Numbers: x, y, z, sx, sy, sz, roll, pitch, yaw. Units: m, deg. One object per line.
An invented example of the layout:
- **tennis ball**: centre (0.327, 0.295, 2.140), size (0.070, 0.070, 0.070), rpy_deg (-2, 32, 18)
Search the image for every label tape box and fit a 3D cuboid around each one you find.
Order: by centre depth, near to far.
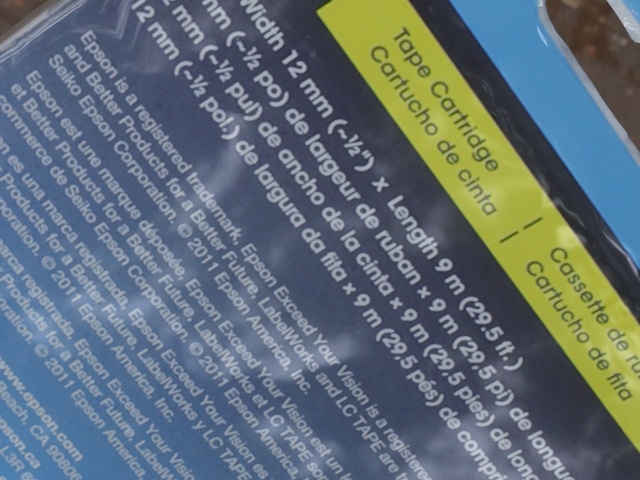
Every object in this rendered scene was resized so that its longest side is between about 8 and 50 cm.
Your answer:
- **label tape box**: centre (0.000, 0.000, 0.591), size (0.348, 0.115, 0.249), rpy_deg (-32, 104, 21)
